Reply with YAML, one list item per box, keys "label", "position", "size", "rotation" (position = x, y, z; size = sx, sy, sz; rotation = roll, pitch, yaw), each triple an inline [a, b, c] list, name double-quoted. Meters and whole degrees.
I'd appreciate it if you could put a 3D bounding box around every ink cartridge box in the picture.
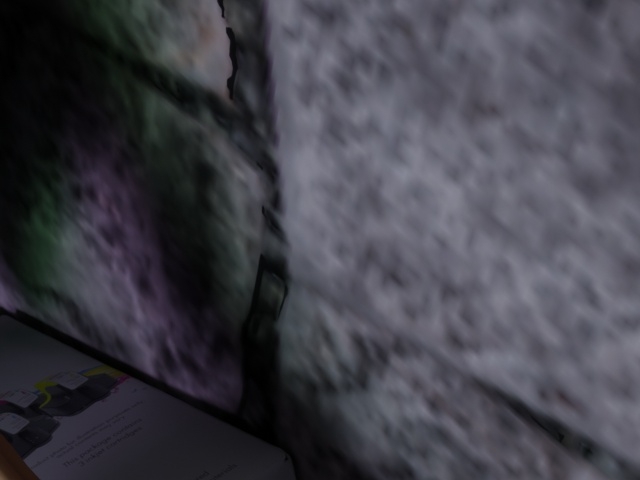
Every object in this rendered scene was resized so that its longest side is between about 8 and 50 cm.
- label: "ink cartridge box"
  position: [-0.079, 0.091, 0.470]
  size: [0.181, 0.061, 0.104]
  rotation: [18, 128, 46]

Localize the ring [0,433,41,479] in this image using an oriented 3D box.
- label: "ring"
  position: [0.000, 0.000, 0.262]
  size: [0.336, 0.032, 0.337]
  rotation: [19, 129, 26]
